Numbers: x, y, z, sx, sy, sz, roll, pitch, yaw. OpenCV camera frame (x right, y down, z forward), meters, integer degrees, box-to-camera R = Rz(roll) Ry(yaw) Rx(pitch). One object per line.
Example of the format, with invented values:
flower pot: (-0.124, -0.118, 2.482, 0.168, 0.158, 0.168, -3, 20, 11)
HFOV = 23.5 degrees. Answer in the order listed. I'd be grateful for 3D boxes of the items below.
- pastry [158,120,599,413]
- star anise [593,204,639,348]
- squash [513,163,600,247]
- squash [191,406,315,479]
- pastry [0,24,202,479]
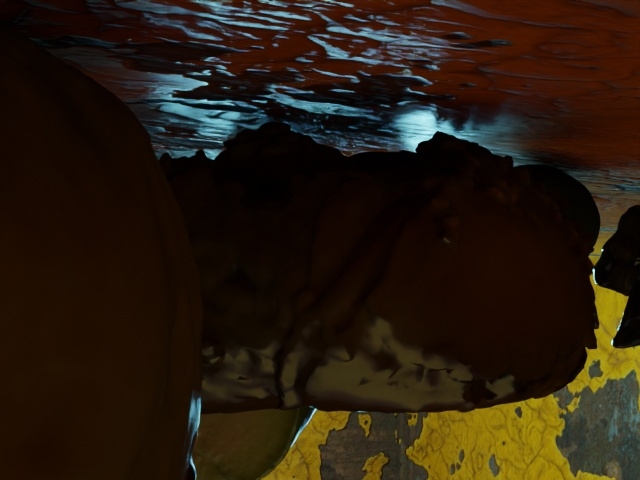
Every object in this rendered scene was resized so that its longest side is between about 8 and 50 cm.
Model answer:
pastry: (0.000, 0.015, 0.865, 0.310, 0.162, 0.255, -1, 177, 22)
star anise: (0.329, 0.013, 1.191, 0.235, 0.109, 0.223, -12, -160, 0)
squash: (0.158, -0.017, 1.069, 0.066, 0.066, 0.252, 1, 177, 17)
squash: (-0.088, 0.044, 1.214, 0.210, 0.233, 0.309, -47, -178, 31)
pastry: (-0.230, 0.067, 0.588, 0.388, 0.313, 0.388, 2, 173, 0)
